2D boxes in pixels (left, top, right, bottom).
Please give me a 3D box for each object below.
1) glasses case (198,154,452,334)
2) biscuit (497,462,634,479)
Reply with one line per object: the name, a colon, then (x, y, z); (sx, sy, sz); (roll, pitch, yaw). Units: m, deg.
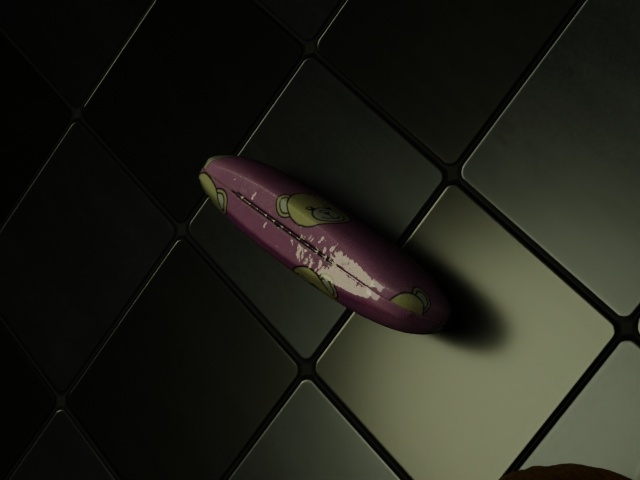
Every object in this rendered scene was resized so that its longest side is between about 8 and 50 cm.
glasses case: (0.000, 0.000, 1.478); (0.316, 0.123, 0.076); (35, 101, 37)
biscuit: (0.228, 0.266, 1.145); (0.257, 0.273, 0.049); (34, 117, 28)
